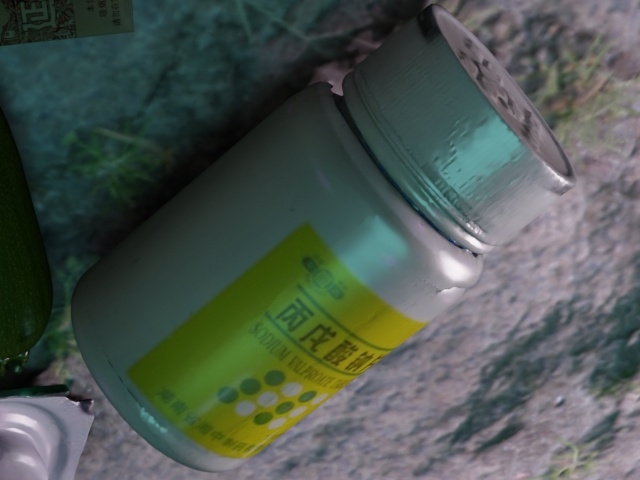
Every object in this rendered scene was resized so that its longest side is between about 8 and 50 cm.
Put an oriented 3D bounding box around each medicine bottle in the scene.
[{"bbox_3d":[0.000,0.000,0.806,0.258,0.143,0.143,-40,126,16],"label":"medicine bottle"}]

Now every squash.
[{"bbox_3d":[-0.187,-0.021,0.791,0.069,0.069,0.258,-14,130,-4],"label":"squash"}]

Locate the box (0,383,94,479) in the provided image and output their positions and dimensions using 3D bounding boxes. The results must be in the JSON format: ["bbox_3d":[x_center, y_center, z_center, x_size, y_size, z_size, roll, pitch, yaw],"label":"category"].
[{"bbox_3d":[-0.269,0.248,0.912,0.264,0.106,0.337,-5,131,-35],"label":"box"}]

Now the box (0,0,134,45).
[{"bbox_3d":[-0.137,-0.127,0.746,0.083,0.024,0.053,-9,129,-9],"label":"box"}]
